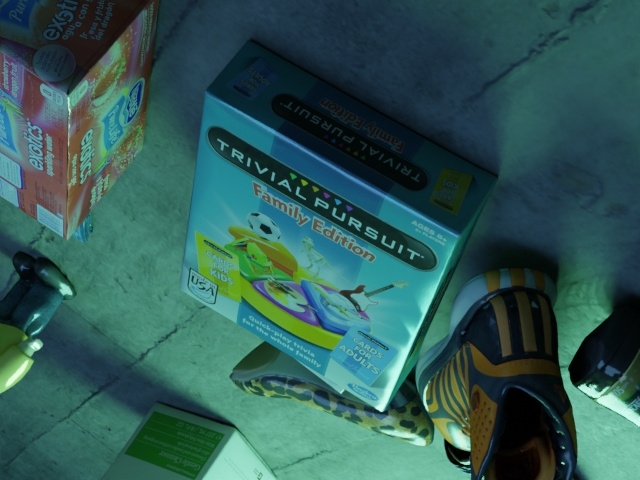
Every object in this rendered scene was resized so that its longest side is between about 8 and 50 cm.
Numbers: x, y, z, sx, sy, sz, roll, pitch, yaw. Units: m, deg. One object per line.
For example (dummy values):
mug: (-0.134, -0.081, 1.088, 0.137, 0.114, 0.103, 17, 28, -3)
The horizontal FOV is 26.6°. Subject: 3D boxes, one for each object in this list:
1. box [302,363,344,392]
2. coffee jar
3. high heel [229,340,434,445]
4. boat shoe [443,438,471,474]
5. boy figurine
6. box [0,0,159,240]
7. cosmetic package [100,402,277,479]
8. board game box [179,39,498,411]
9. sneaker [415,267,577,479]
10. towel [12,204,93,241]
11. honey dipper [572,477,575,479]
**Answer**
box: (0.019, 0.107, 1.475, 0.081, 0.028, 0.136, 37, 126, 2)
coffee jar: (0.312, 0.135, 1.187, 0.184, 0.079, 0.096, 33, 154, 4)
high heel: (0.009, 0.193, 1.612, 0.261, 0.093, 0.186, -21, 115, 49)
boat shoe: (0.171, 0.225, 1.515, 0.066, 0.066, 0.183, 4, 140, 48)
boy figurine: (-0.473, 0.152, 1.900, 0.177, 0.285, 0.092, 16, 148, 40)
box: (-0.264, -0.149, 1.310, 0.154, 0.142, 0.300, 32, 153, 6)
cosmetic package: (-0.255, 0.450, 2.050, 0.197, 0.365, 0.155, 9, 144, 40)
board game box: (0.000, 0.000, 1.286, 0.253, 0.079, 0.336, 30, 147, 10)
sneaker: (0.162, 0.175, 1.285, 0.124, 0.180, 0.321, -3, 149, -1)
towel: (-0.342, -0.044, 1.706, 0.119, 0.029, 0.067, 30, 153, 11)
honey dipper: (0.250, 0.240, 1.495, 0.030, 0.030, 0.161, 6, 138, 45)
